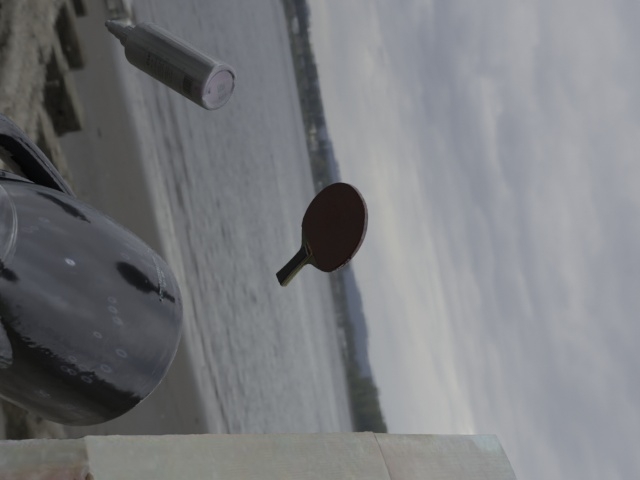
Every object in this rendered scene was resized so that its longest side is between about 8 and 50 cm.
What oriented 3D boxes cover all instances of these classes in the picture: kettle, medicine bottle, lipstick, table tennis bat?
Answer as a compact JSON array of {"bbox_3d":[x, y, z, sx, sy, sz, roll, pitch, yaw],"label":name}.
[{"bbox_3d":[-0.286,0.014,0.893,0.290,0.207,0.269,53,22,-60],"label":"kettle"},{"bbox_3d":[-0.185,-0.216,1.092,0.199,0.057,0.058,32,-28,29],"label":"medicine bottle"},{"bbox_3d":[-0.028,0.146,0.476,0.371,0.076,0.080,11,51,-43],"label":"lipstick"},{"bbox_3d":[0.000,0.000,1.075,0.158,0.014,0.095,-45,-125,32],"label":"table tennis bat"}]
